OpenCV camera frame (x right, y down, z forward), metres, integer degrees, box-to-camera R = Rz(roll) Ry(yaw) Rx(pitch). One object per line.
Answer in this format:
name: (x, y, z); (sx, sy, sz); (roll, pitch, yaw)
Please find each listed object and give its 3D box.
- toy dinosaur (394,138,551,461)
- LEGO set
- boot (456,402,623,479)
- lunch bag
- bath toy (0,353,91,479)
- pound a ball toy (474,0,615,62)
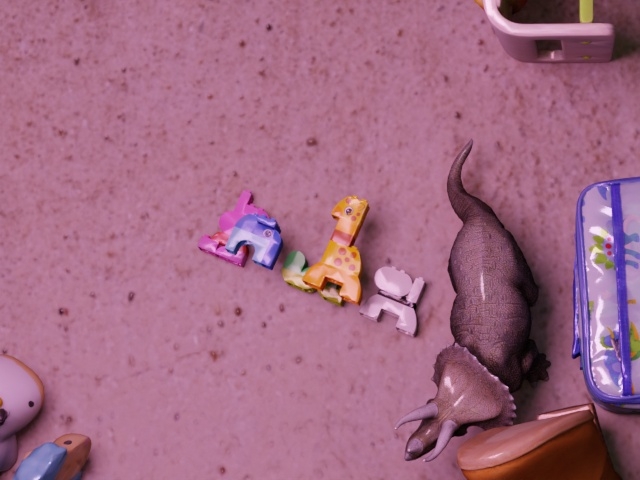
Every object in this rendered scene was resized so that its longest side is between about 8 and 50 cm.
toy dinosaur: (0.154, 0.057, 1.562); (0.121, 0.160, 0.314); (9, 79, 9)
LEGO set: (0.000, 0.000, 1.633); (0.227, 0.087, 0.093); (22, 81, 11)
boot: (0.206, 0.249, 1.433); (0.104, 0.295, 0.211); (-15, 84, 21)
lunch bag: (0.316, 0.049, 1.582); (0.176, 0.090, 0.219); (-2, 75, 10)
bath toy: (-0.383, 0.136, 1.627); (0.348, 0.129, 0.151); (33, 83, 14)
pound a ball toy: (0.204, -0.273, 1.579); (0.135, 0.319, 0.208); (2, 92, 8)
